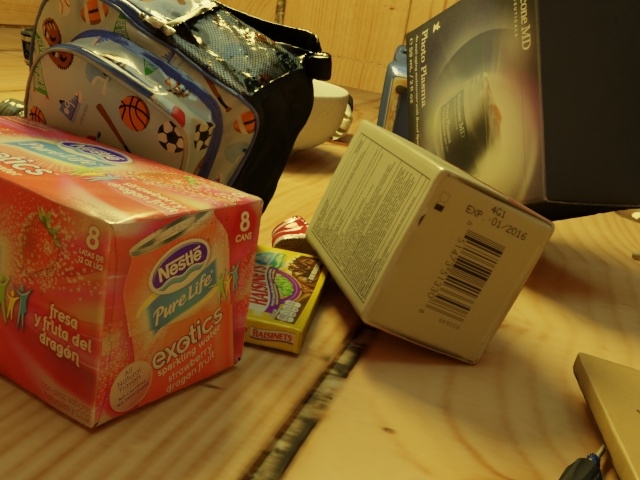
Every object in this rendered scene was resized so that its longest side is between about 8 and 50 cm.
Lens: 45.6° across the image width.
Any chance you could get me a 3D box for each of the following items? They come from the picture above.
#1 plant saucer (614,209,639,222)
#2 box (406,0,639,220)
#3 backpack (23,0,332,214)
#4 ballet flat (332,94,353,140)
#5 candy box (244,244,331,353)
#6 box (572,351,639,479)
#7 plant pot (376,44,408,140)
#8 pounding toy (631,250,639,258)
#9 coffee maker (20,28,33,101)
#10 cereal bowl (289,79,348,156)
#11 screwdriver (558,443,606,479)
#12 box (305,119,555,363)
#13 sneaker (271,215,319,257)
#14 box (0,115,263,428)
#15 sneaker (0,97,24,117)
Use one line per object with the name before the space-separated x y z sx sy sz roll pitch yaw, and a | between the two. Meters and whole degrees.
plant saucer | 0.645 -0.053 1.453 0.169 0.029 0.168 9 18 -3
box | 0.260 -0.173 1.008 0.183 0.296 0.294 1 -6 -25
backpack | -0.168 -0.128 0.753 0.263 0.276 0.213 42 39 15
ballet flat | 0.007 -0.264 1.696 0.096 0.095 0.280 32 36 29
candy box | -0.053 0.048 0.729 0.105 0.027 0.206 9 16 5
box | 0.281 0.154 0.550 0.165 0.021 0.201 18 17 3
plant pot | 0.232 -0.259 1.558 0.236 0.235 0.212 14 23 10
pounding toy | 0.557 0.017 1.091 0.141 0.100 0.130 0 33 -22
coffee maker | -0.407 -0.250 1.244 0.120 0.178 0.171 17 18 21
cereal bowl | -0.122 -0.240 1.435 0.339 0.141 0.339 9 16 -3
screwdriver | 0.196 0.150 0.543 0.025 0.024 0.170 46 27 15
box | 0.092 -0.008 0.743 0.127 0.148 0.232 23 12 -20
sneaker | 0.000 0.000 0.888 0.119 0.042 0.067 3 21 -13
box | -0.211 0.001 0.591 0.300 0.142 0.154 20 19 30
sneaker | -0.342 -0.123 1.044 0.130 0.087 0.227 34 4 6
